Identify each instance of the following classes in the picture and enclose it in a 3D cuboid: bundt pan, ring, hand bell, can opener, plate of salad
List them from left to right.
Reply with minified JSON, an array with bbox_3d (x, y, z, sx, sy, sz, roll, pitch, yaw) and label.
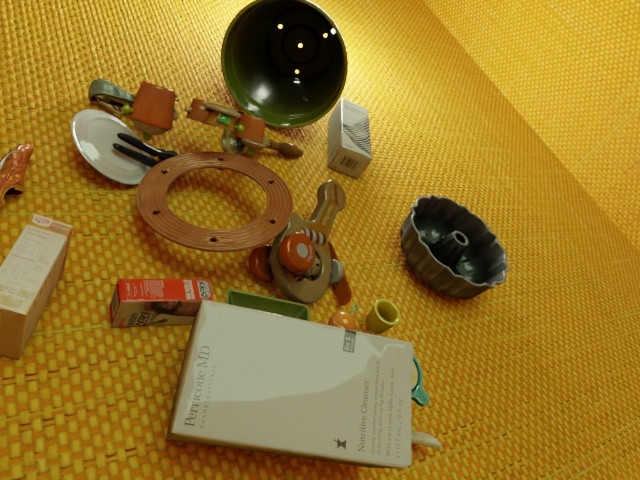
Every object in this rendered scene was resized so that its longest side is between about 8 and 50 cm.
[{"bbox_3d":[-0.474,-0.207,1.161,0.200,0.048,0.200,41,29,-29],"label":"plate of salad"},{"bbox_3d":[-0.393,-0.195,1.187,0.073,0.059,0.186,12,-2,38],"label":"can opener"},{"bbox_3d":[-0.227,-0.089,1.130,0.336,0.032,0.337,7,42,-7],"label":"ring"},{"bbox_3d":[-0.140,-0.268,1.439,0.242,0.126,0.126,9,46,-45],"label":"hand bell"},{"bbox_3d":[0.362,0.030,1.460,0.330,0.124,0.331,19,44,-19],"label":"bundt pan"}]

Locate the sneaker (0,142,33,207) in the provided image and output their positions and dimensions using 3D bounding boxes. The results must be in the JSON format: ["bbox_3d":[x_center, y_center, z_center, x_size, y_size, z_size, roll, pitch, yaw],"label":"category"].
[{"bbox_3d":[-0.610,-0.124,1.008,0.067,0.064,0.175,38,42,-29],"label":"sneaker"}]

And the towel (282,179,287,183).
[{"bbox_3d":[-0.133,-0.161,1.392,0.083,0.009,0.060,28,40,-10],"label":"towel"}]

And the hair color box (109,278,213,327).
[{"bbox_3d":[-0.295,0.116,0.955,0.167,0.093,0.053,2,52,-32],"label":"hair color box"}]

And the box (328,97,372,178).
[{"bbox_3d":[0.092,-0.330,1.640,0.113,0.094,0.275,19,44,-19],"label":"box"}]

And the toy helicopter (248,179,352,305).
[{"bbox_3d":[0.000,0.000,1.225,0.235,0.140,0.355,44,48,-25],"label":"toy helicopter"}]

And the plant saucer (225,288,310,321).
[{"bbox_3d":[-0.110,0.202,1.036,0.188,0.045,0.188,15,45,-22],"label":"plant saucer"}]

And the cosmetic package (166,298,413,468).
[{"bbox_3d":[-0.047,0.255,0.878,0.384,0.156,0.217,13,64,-16],"label":"cosmetic package"}]

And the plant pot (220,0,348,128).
[{"bbox_3d":[-0.087,-0.581,1.603,0.366,0.366,0.353,27,29,-9],"label":"plant pot"}]

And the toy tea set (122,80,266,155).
[{"bbox_3d":[-0.292,-0.270,1.213,0.336,0.124,0.200,16,10,-8],"label":"toy tea set"}]

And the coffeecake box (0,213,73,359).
[{"bbox_3d":[-0.477,0.073,0.833,0.068,0.142,0.185,21,42,-17],"label":"coffeecake box"}]

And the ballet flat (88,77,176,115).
[{"bbox_3d":[-0.476,-0.338,1.298,0.213,0.072,0.068,18,71,-18],"label":"ballet flat"}]

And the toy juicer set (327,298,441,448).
[{"bbox_3d":[0.121,0.267,1.053,0.209,0.089,0.329,4,50,-31],"label":"toy juicer set"}]
